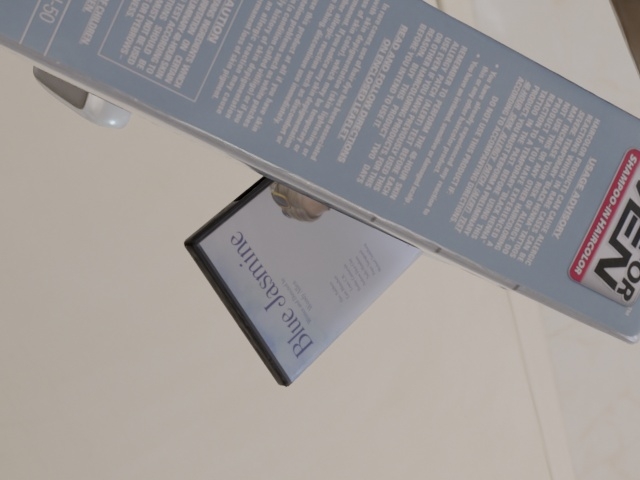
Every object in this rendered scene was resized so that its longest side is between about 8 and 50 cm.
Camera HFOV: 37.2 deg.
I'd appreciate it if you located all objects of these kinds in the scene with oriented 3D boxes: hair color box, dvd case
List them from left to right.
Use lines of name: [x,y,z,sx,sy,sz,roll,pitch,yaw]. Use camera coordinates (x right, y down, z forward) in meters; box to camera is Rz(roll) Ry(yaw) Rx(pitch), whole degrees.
dvd case: [0.000,0.000,0.976,0.253,0.180,0.022,-42,-159,-28]
hair color box: [0.009,-0.078,0.548,0.114,0.374,0.185,-64,-167,1]

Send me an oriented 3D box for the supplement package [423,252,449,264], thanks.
supplement package: [0.153,-0.060,1.214,0.134,0.139,0.244,21,174,2]

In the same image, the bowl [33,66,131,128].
bowl: [-0.263,-0.205,1.052,0.142,0.142,0.053,36,-149,23]

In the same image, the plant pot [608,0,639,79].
plant pot: [0.394,-0.245,0.821,0.280,0.323,0.323,-21,-152,20]
